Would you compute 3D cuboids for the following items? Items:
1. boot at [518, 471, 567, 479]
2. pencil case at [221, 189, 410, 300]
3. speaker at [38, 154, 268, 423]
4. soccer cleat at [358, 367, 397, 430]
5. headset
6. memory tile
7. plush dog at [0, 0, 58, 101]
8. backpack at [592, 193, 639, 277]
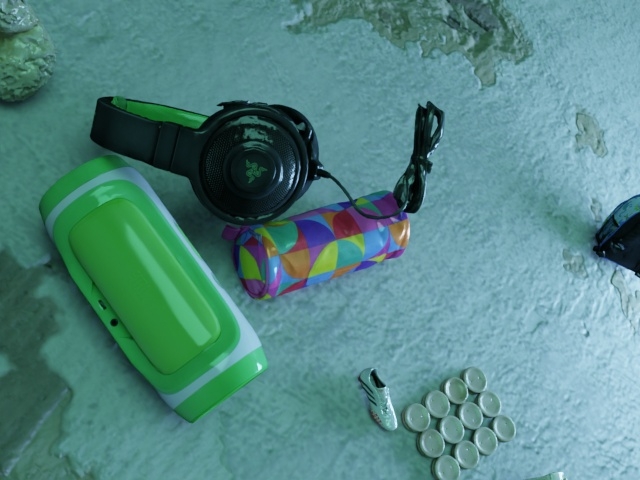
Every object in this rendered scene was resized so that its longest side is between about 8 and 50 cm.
[{"bbox_3d":[0.319,0.375,1.066,0.213,0.077,0.165,4,62,-23],"label":"boot"},{"bbox_3d":[0.000,0.000,1.081,0.236,0.104,0.104,-13,73,-31],"label":"pencil case"},{"bbox_3d":[-0.187,0.053,0.948,0.131,0.131,0.296,-33,83,-33],"label":"speaker"},{"bbox_3d":[0.075,0.197,1.056,0.029,0.035,0.083,-15,74,-31],"label":"soccer cleat"},{"bbox_3d":[-0.064,-0.121,0.985,0.394,0.243,0.185,17,101,3],"label":"headset"},{"bbox_3d":[0.181,0.238,1.102,0.148,0.012,0.113,-25,79,-32],"label":"memory tile"},{"bbox_3d":[-0.461,-0.262,0.949,0.225,0.210,0.262,-35,84,-10],"label":"plush dog"},{"bbox_3d":[0.497,-0.017,1.314,0.105,0.114,0.084,26,38,-10],"label":"backpack"}]
